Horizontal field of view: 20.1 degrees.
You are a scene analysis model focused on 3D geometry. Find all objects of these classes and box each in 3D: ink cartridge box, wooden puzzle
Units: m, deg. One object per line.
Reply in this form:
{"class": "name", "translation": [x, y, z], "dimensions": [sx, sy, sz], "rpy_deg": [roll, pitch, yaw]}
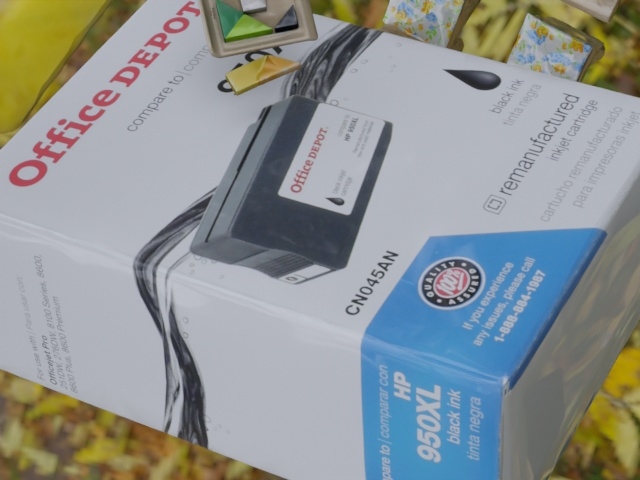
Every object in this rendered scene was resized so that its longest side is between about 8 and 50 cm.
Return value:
{"class": "ink cartridge box", "translation": [0.000, 0.000, 1.210], "dimensions": [0.395, 0.166, 0.285], "rpy_deg": [17, 46, 23]}
{"class": "wooden puzzle", "translation": [-0.042, -0.153, 1.176], "dimensions": [0.078, 0.014, 0.116], "rpy_deg": [-16, 66, -11]}

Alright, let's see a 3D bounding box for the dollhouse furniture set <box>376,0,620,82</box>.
{"class": "dollhouse furniture set", "translation": [0.243, -0.243, 1.549], "dimensions": [0.394, 0.256, 0.362], "rpy_deg": [29, 115, 14]}

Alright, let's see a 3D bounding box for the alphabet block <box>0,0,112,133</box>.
{"class": "alphabet block", "translation": [-0.163, -0.158, 0.575], "dimensions": [0.197, 0.193, 0.192], "rpy_deg": [1, 51, 43]}
